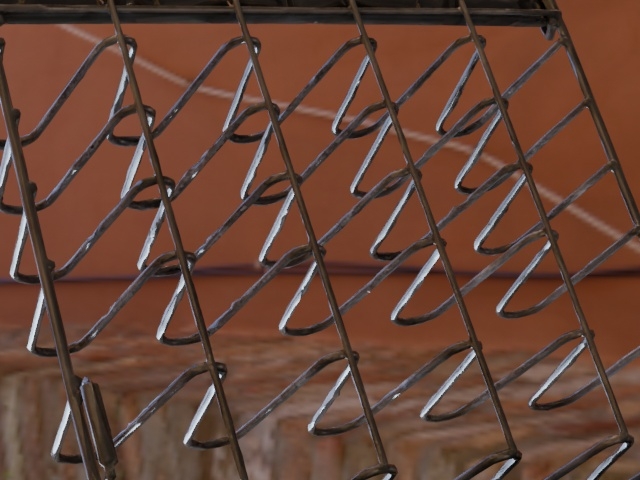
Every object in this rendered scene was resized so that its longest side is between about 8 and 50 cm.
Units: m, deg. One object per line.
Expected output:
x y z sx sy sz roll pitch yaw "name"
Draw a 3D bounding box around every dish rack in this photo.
0.000 0.000 0.467 0.208 0.074 0.271 -2 -119 -28 "dish rack"
